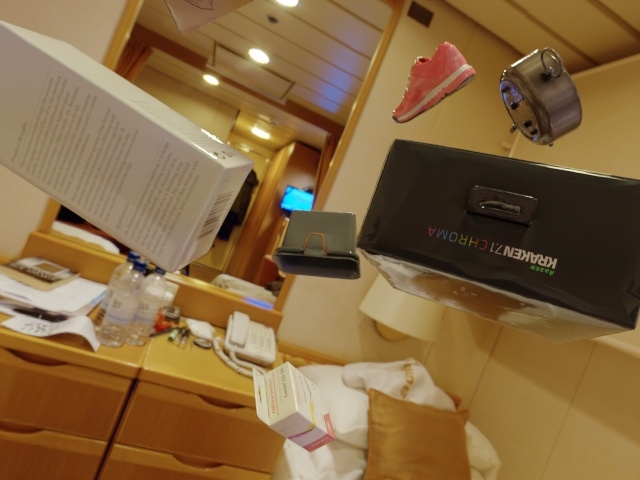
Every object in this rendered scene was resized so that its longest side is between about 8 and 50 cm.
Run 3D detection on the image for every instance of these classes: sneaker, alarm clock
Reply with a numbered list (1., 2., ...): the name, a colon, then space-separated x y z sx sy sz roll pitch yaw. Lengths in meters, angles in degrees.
1. sneaker: 0.297 -0.445 1.139 0.136 0.116 0.314 59 -24 -6
2. alarm clock: 0.307 -0.206 0.567 0.129 0.064 0.192 65 11 17

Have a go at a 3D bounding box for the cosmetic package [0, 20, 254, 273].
1. cosmetic package: -0.383 -0.166 0.751 0.453 0.230 0.161 33 17 0

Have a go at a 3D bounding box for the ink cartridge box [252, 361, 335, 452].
1. ink cartridge box: -0.053 0.330 0.810 0.198 0.067 0.115 52 11 -38

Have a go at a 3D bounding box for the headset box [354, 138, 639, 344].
1. headset box: 0.198 0.013 0.474 0.246 0.131 0.283 17 -10 24

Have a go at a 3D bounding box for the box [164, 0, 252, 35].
1. box: -0.266 -0.590 0.917 0.021 0.201 0.164 53 -10 35

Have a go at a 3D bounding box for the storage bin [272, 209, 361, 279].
1. storage bin: 0.000 0.000 0.642 0.135 0.091 0.098 3 -26 10
